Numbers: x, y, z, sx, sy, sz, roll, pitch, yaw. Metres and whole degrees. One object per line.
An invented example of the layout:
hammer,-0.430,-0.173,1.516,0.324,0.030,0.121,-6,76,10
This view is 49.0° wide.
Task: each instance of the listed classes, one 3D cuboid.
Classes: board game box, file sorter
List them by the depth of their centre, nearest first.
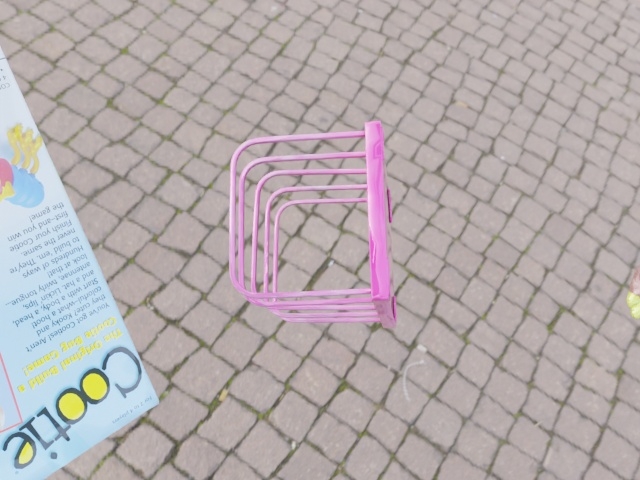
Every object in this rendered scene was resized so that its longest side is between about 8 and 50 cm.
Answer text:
board game box,-0.241,0.012,0.443,0.144,0.142,0.275,-31,113,-34
file sorter,0.000,0.000,0.905,0.183,0.290,0.202,-3,77,7

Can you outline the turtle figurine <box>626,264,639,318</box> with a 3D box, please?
turtle figurine,0.351,0.034,0.537,0.270,0.217,0.087,2,81,-23
